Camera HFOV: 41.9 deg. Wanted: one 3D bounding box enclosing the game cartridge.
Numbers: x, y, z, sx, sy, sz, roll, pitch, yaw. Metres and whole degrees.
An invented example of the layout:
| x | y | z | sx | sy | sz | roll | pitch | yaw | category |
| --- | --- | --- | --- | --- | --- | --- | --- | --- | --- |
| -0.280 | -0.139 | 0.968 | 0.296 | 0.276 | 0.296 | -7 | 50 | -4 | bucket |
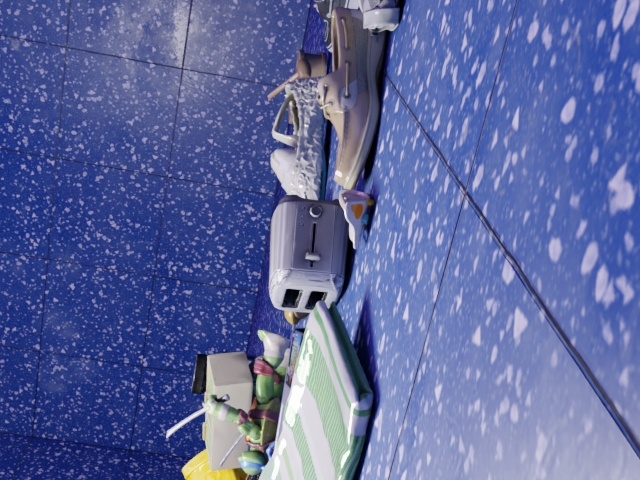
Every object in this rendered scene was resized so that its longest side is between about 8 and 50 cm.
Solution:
| x | y | z | sx | sy | sz | roll | pitch | yaw | category |
| --- | --- | --- | --- | --- | --- | --- | --- | --- | --- |
| -0.026 | 0.263 | 1.383 | 0.355 | 0.068 | 0.230 | 150 | 124 | -82 | game cartridge |

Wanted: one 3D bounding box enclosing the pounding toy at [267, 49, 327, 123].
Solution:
| x | y | z | sx | sy | sz | roll | pitch | yaw | category |
| --- | --- | --- | --- | --- | --- | --- | --- | --- | --- |
| -0.066 | -0.434 | 2.281 | 0.269 | 0.155 | 0.154 | 112 | 161 | -63 | pounding toy |

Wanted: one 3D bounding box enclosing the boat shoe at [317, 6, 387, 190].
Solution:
| x | y | z | sx | sy | sz | roll | pitch | yaw | category |
| --- | --- | --- | --- | --- | --- | --- | --- | --- | --- |
| 0.040 | -0.226 | 1.313 | 0.109 | 0.098 | 0.302 | 124 | 155 | -75 | boat shoe |

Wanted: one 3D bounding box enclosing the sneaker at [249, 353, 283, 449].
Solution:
| x | y | z | sx | sy | sz | roll | pitch | yaw | category |
| --- | --- | --- | --- | --- | --- | --- | --- | --- | --- |
| -0.109 | 0.375 | 1.861 | 0.125 | 0.104 | 0.261 | -116 | 26 | -60 | sneaker |

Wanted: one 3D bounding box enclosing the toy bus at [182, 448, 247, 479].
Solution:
| x | y | z | sx | sy | sz | roll | pitch | yaw | category |
| --- | --- | --- | --- | --- | --- | --- | --- | --- | --- |
| -0.200 | 0.615 | 1.989 | 0.211 | 0.149 | 0.220 | 54 | 179 | 43 | toy bus |

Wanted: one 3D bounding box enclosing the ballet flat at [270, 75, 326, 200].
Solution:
| x | y | z | sx | sy | sz | roll | pitch | yaw | category |
| --- | --- | --- | --- | --- | --- | --- | --- | --- | --- |
| -0.051 | -0.215 | 1.950 | 0.147 | 0.147 | 0.408 | 109 | 167 | -57 | ballet flat |

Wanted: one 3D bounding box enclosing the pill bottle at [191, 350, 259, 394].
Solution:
| x | y | z | sx | sy | sz | roll | pitch | yaw | category |
| --- | --- | --- | --- | --- | --- | --- | --- | --- | --- |
| -0.190 | 0.328 | 1.976 | 0.123 | 0.219 | 0.122 | -171 | 90 | -83 | pill bottle |

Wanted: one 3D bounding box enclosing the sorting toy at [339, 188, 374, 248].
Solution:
| x | y | z | sx | sy | sz | roll | pitch | yaw | category |
| --- | --- | --- | --- | --- | --- | --- | --- | --- | --- |
| 0.051 | -0.029 | 1.211 | 0.083 | 0.045 | 0.075 | -104 | 17 | -73 | sorting toy |

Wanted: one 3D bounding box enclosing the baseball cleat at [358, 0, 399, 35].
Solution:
| x | y | z | sx | sy | sz | roll | pitch | yaw | category |
| --- | --- | --- | --- | --- | --- | --- | --- | --- | --- |
| 0.102 | -0.376 | 1.206 | 0.206 | 0.072 | 0.109 | 103 | 160 | -67 | baseball cleat |

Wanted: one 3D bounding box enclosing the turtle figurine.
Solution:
| x | y | z | sx | sy | sz | roll | pitch | yaw | category |
| --- | --- | --- | --- | --- | --- | --- | --- | --- | --- |
| -0.157 | 0.319 | 1.678 | 0.275 | 0.198 | 0.266 | -8 | 55 | 52 | turtle figurine |

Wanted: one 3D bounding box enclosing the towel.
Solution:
| x | y | z | sx | sy | sz | roll | pitch | yaw | category |
| --- | --- | --- | --- | --- | --- | --- | --- | --- | --- |
| -0.014 | 0.274 | 1.105 | 0.248 | 0.038 | 0.324 | -116 | 40 | -60 | towel |

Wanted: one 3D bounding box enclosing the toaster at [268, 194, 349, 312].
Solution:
| x | y | z | sx | sy | sz | roll | pitch | yaw | category |
| --- | --- | --- | --- | --- | --- | --- | --- | --- | --- |
| -0.023 | 0.029 | 1.376 | 0.227 | 0.129 | 0.146 | 113 | 163 | -68 | toaster |

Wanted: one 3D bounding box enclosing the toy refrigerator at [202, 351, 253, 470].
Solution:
| x | y | z | sx | sy | sz | roll | pitch | yaw | category |
| --- | --- | --- | --- | --- | --- | --- | --- | --- | --- |
| -0.211 | 0.383 | 1.865 | 0.102 | 0.094 | 0.269 | -113 | 24 | -51 | toy refrigerator |

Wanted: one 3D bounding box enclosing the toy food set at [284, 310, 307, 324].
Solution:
| x | y | z | sx | sy | sz | roll | pitch | yaw | category |
| --- | --- | --- | --- | --- | --- | --- | --- | --- | --- |
| -0.045 | 0.089 | 1.555 | 0.192 | 0.039 | 0.132 | 64 | -151 | -59 | toy food set |

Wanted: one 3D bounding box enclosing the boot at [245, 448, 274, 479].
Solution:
| x | y | z | sx | sy | sz | roll | pitch | yaw | category |
| --- | --- | --- | --- | --- | --- | --- | --- | --- | --- |
| -0.129 | 0.526 | 1.778 | 0.106 | 0.082 | 0.219 | -121 | 39 | -76 | boot |

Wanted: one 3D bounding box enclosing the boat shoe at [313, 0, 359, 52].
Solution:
| x | y | z | sx | sy | sz | roll | pitch | yaw | category |
| --- | --- | --- | --- | --- | --- | --- | --- | --- | --- |
| 0.032 | -0.522 | 1.790 | 0.301 | 0.102 | 0.108 | 112 | 166 | -61 | boat shoe |
